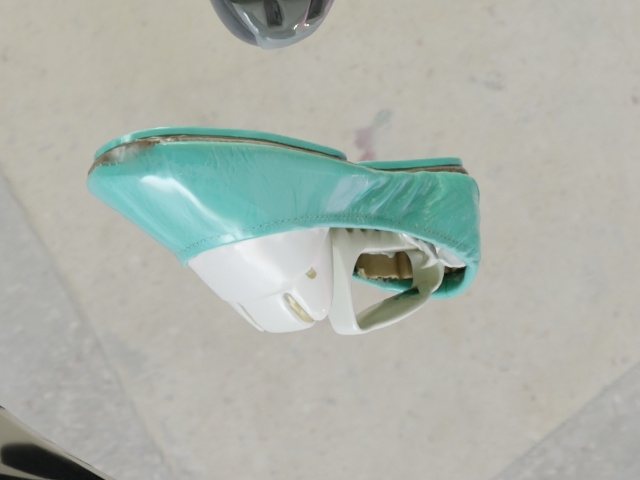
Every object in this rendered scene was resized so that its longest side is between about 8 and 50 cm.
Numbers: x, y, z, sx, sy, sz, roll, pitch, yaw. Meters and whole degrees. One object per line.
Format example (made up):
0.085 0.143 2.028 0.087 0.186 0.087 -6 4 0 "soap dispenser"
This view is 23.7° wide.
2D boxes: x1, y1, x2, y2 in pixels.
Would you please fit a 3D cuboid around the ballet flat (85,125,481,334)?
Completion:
0.000 0.000 0.702 0.247 0.083 0.087 2 74 -51 "ballet flat"

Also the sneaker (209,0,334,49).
-0.061 -0.223 0.806 0.101 0.106 0.267 -13 83 -32 "sneaker"

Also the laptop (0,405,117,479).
-0.233 0.116 0.282 0.382 0.236 0.408 14 59 -43 "laptop"
